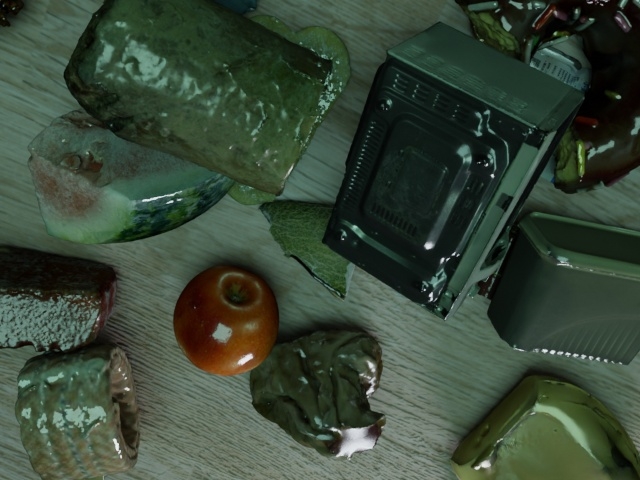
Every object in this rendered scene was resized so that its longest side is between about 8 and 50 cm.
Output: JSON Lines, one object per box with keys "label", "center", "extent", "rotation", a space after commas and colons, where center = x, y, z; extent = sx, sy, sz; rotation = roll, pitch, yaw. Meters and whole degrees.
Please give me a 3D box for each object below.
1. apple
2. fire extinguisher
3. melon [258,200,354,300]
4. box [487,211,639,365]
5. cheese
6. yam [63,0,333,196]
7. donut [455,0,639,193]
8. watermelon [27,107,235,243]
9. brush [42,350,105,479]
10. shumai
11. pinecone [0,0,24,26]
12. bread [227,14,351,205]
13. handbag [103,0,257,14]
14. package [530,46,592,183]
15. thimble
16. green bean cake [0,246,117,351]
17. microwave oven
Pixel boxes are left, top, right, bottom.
{"label": "apple", "center": [-0.141, 0.118, 1.038], "extent": [0.163, 0.163, 0.139], "rotation": [25, 121, -6]}
{"label": "fire extinguisher", "center": [0.282, 0.028, 1.056], "extent": [0.056, 0.039, 0.132], "rotation": [12, 110, -26]}
{"label": "melon", "center": [0.003, -0.004, 1.043], "extent": [0.139, 0.093, 0.202], "rotation": [-39, 74, -13]}
{"label": "box", "center": [0.395, 0.075, 1.012], "extent": [0.274, 0.138, 0.178], "rotation": [11, 119, -13]}
{"label": "cheese", "center": [0.401, 0.376, 1.130], "extent": [0.316, 0.128, 0.259], "rotation": [36, 114, -3]}
{"label": "yam", "center": [-0.142, -0.189, 0.833], "extent": [0.300, 0.195, 0.195], "rotation": [20, 109, -21]}
{"label": "donut", "center": [0.364, -0.245, 0.896], "extent": [0.259, 0.136, 0.345], "rotation": [-29, 100, 9]}
{"label": "watermelon", "center": [-0.271, -0.099, 0.971], "extent": [0.310, 0.193, 0.232], "rotation": [-4, 128, 36]}
{"label": "brush", "center": [-0.429, 0.311, 1.179], "extent": [0.062, 0.027, 0.266], "rotation": [-13, 107, 2]}
{"label": "shumai", "center": [-0.009, 0.239, 1.058], "extent": [0.218, 0.185, 0.184], "rotation": [0, 108, 2]}
{"label": "pinecone", "center": [-0.483, -0.340, 0.904], "extent": [0.173, 0.173, 0.174], "rotation": [1, 109, 2]}
{"label": "bread", "center": [-0.096, -0.195, 0.987], "extent": [0.207, 0.056, 0.286], "rotation": [27, 106, -9]}
{"label": "handbag", "center": [-0.162, -0.333, 0.909], "extent": [0.221, 0.057, 0.144], "rotation": [-34, 147, 12]}
{"label": "package", "center": [0.324, -0.183, 0.992], "extent": [0.173, 0.027, 0.171], "rotation": [24, 104, -6]}
{"label": "thimble", "center": [-0.367, 0.265, 1.055], "extent": [0.148, 0.229, 0.196], "rotation": [-9, 72, -6]}
{"label": "green bean cake", "center": [-0.435, 0.092, 1.020], "extent": [0.232, 0.198, 0.097], "rotation": [10, 110, -6]}
{"label": "microwave oven", "center": [0.152, -0.082, 0.871], "extent": [0.237, 0.181, 0.295], "rotation": [32, 131, 15]}
